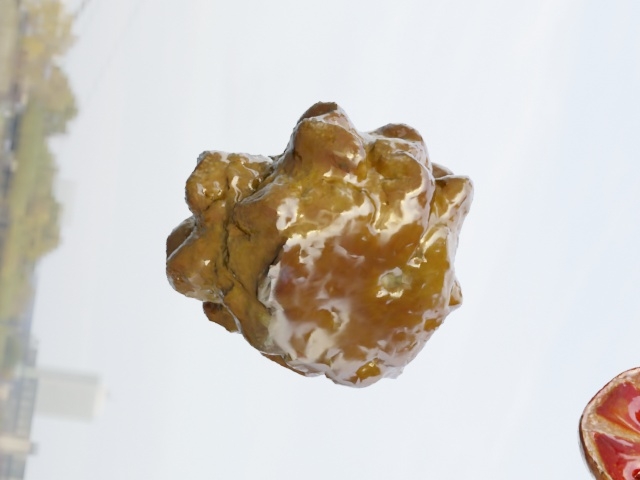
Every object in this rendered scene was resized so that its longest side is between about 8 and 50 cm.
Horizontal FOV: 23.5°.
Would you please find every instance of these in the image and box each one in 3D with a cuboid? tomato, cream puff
[{"bbox_3d":[0.280,0.179,1.254,0.069,0.155,0.155,99,-8,-48],"label":"tomato"},{"bbox_3d":[0.000,0.000,0.609,0.116,0.122,0.094,64,-4,-30],"label":"cream puff"}]
